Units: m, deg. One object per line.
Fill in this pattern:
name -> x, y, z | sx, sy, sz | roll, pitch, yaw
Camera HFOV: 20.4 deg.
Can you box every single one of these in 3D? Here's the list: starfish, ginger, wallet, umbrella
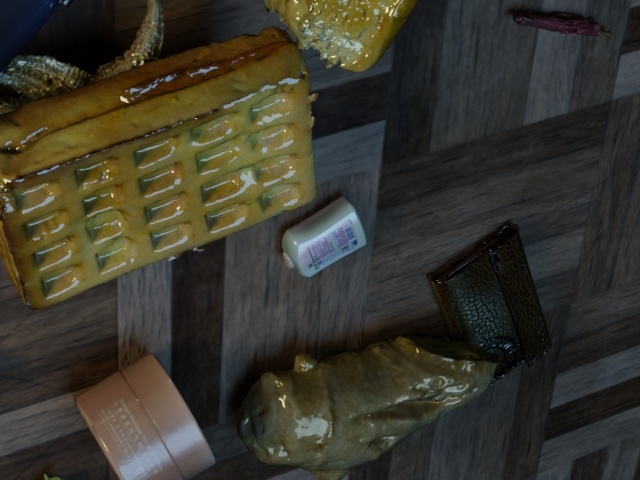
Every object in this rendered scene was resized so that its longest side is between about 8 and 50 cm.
starfish -> -0.227, -0.141, 1.726 | 0.238, 0.071, 0.216 | 3, 137, -35
ginger -> 0.064, 0.195, 2.212 | 0.354, 0.126, 0.189 | -20, 114, -18
wallet -> 0.225, 0.094, 2.310 | 0.133, 0.039, 0.243 | -31, 138, -9
umbrella -> 0.282, -0.250, 2.062 | 0.165, 0.027, 0.025 | 1, 150, -40

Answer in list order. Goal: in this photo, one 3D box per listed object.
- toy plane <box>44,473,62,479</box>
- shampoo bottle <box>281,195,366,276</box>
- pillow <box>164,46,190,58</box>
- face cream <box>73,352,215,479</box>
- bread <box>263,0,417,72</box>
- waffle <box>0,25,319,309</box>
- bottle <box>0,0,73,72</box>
toy plane -> -0.335, 0.315, 2.088 | 0.102, 0.040, 0.111 | 16, 114, -45
shampoo bottle -> 0.000, 0.000, 2.059 | 0.099, 0.043, 0.072 | -31, 137, -10
pillow -> -0.136, -0.096, 1.865 | 0.093, 0.051, 0.241 | -1, 125, -19
face cream -> -0.199, 0.215, 2.019 | 0.104, 0.149, 0.149 | -30, 138, -10
bread -> 0.021, -0.280, 1.696 | 0.121, 0.245, 0.174 | 21, 119, -25
waffle -> -0.163, -0.071, 1.722 | 0.328, 0.098, 0.224 | -22, 147, -13
bottle -> -0.305, -0.178, 1.595 | 0.082, 0.072, 0.244 | 43, 65, -17
